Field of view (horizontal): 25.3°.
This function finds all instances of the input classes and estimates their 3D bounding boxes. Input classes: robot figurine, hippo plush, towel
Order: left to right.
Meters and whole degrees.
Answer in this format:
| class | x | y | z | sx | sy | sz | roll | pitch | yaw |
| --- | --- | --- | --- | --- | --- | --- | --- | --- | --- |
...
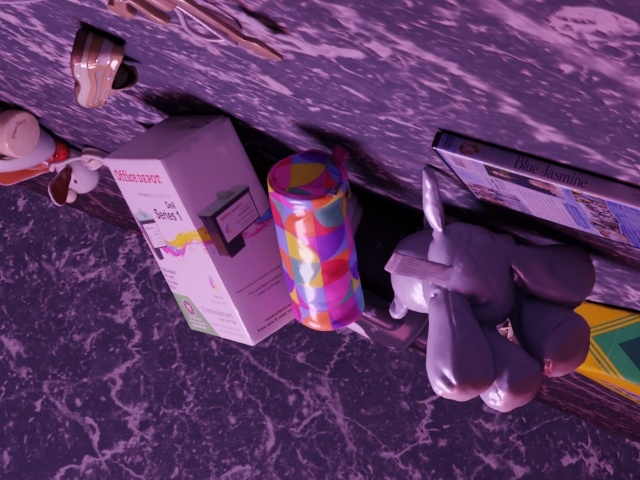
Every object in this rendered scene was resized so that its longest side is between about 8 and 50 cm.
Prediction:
| class | x | y | z | sx | sy | sz | roll | pitch | yaw |
| --- | --- | --- | --- | --- | --- | --- | --- | --- | --- |
| towel | -0.080 | -0.097 | 2.056 | 0.060 | 0.009 | 0.083 | 19 | 172 | 15 |
| robot figurine | 0.073 | 0.046 | 1.962 | 0.278 | 0.173 | 0.209 | 28 | 162 | -8 |
| hippo plush | 0.164 | 0.079 | 1.749 | 0.294 | 0.234 | 0.236 | 24 | 171 | -19 |

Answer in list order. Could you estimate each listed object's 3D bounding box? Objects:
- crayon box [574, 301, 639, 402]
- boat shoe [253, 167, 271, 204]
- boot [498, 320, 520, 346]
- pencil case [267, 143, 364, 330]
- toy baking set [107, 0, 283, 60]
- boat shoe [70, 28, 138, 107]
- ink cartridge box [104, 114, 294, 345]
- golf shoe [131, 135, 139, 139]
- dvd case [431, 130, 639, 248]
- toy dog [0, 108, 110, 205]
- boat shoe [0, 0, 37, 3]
| class | x | y | z | sx | sy | sz | roll | pitch | yaw |
| --- | --- | --- | --- | --- | --- | --- | --- | --- | --- |
| crayon box | 0.569 | 0.217 | 2.030 | 0.363 | 0.106 | 0.313 | 28 | 171 | -35 |
| boat shoe | -0.106 | -0.061 | 2.060 | 0.073 | 0.073 | 0.207 | 26 | 172 | -15 |
| boot | 0.263 | 0.133 | 2.086 | 0.077 | 0.165 | 0.213 | 19 | 173 | 16 |
| pencil case | 0.000 | 0.000 | 1.740 | 0.104 | 0.104 | 0.236 | 18 | 137 | 26 |
| toy baking set | -0.159 | -0.233 | 1.307 | 0.256 | 0.030 | 0.197 | 20 | 175 | 17 |
| boat shoe | -0.253 | -0.195 | 1.695 | 0.072 | 0.068 | 0.190 | 11 | 172 | -3 |
| ink cartridge box | -0.147 | -0.017 | 1.879 | 0.201 | 0.117 | 0.278 | 7 | 126 | 61 |
| golf shoe | -0.188 | -0.117 | 2.054 | 0.094 | 0.077 | 0.198 | 6 | -172 | -45 |
| dvd case | 0.252 | -0.043 | 1.464 | 0.253 | 0.022 | 0.180 | 18 | 172 | 24 |
| toy dog | -0.523 | -0.127 | 2.522 | 0.333 | 0.161 | 0.220 | 28 | 171 | -35 |
| boat shoe | -0.351 | -0.278 | 1.418 | 0.183 | 0.083 | 0.065 | -5 | -170 | -35 |
